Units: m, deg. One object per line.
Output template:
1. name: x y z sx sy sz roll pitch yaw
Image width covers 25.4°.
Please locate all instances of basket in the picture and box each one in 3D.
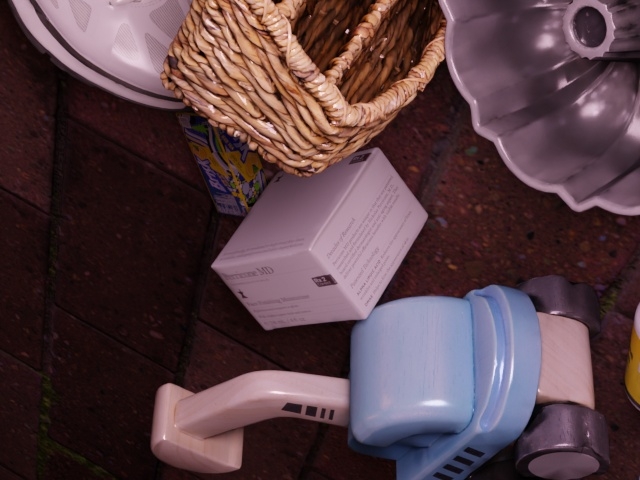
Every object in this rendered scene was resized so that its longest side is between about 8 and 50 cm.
1. basket: 0.030 -0.230 1.286 0.213 0.299 0.223 35 146 -2

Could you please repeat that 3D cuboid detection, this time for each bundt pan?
1. bundt pan: 0.265 -0.193 1.223 0.331 0.124 0.330 20 120 40

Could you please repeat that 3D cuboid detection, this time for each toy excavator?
1. toy excavator: 0.060 0.184 1.685 0.445 0.222 0.433 14 147 -17

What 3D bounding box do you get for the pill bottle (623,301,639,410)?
1. pill bottle: 0.397 0.113 1.575 0.103 0.103 0.184 20 142 20

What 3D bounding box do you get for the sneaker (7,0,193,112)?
1. sneaker: -0.245 -0.336 1.498 0.447 0.169 0.257 42 147 -8

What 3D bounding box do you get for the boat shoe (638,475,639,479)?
1. boat shoe: 0.421 0.373 1.870 0.089 0.109 0.258 40 143 -2

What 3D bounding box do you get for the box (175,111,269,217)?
1. box: -0.119 -0.110 1.765 0.054 0.059 0.169 9 139 30

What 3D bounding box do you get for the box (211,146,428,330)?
1. box: 0.000 0.000 1.693 0.181 0.182 0.119 -10 127 46
